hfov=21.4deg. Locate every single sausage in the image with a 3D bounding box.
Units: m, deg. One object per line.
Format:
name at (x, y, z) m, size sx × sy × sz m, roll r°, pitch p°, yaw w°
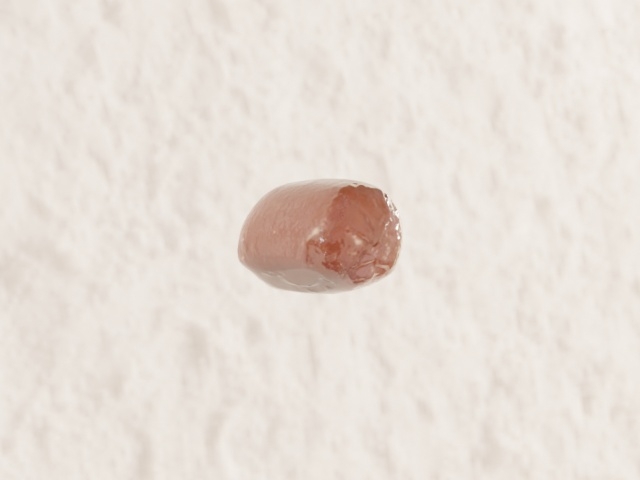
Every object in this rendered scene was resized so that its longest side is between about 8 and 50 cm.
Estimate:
sausage at (0.000, 0.000, 0.878) m, size 0.059 × 0.094 × 0.054 m, roll 50°, pitch 55°, yaw -36°
